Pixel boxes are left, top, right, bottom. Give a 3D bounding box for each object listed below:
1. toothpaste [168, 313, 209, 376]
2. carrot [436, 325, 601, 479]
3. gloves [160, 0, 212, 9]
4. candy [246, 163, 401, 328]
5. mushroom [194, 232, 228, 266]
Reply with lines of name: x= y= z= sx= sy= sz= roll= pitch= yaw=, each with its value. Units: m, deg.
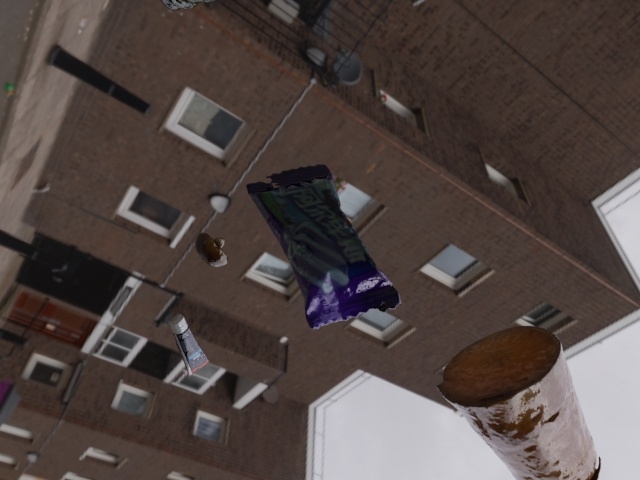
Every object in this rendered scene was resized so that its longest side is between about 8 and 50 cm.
toothpaste: x=-0.382 y=0.302 z=1.498 sx=0.071 sy=0.194 sz=0.045 roll=-35 pitch=-146 yaw=-30
carrot: x=0.328 y=0.286 z=0.824 sx=0.195 sy=0.254 sz=0.196 roll=-30 pitch=-167 yaw=7
gloves: x=-0.049 y=-0.295 z=0.513 sx=0.268 sy=0.107 sz=0.135 roll=-14 pitch=-150 yaw=30
candy: x=0.000 y=0.000 z=0.779 sx=0.275 sy=0.145 sz=0.070 roll=64 pitch=-25 yaw=22
mushroom: x=-0.344 y=0.029 z=1.658 sx=0.087 sy=0.127 sz=0.127 roll=-41 pitch=-164 yaw=-20
